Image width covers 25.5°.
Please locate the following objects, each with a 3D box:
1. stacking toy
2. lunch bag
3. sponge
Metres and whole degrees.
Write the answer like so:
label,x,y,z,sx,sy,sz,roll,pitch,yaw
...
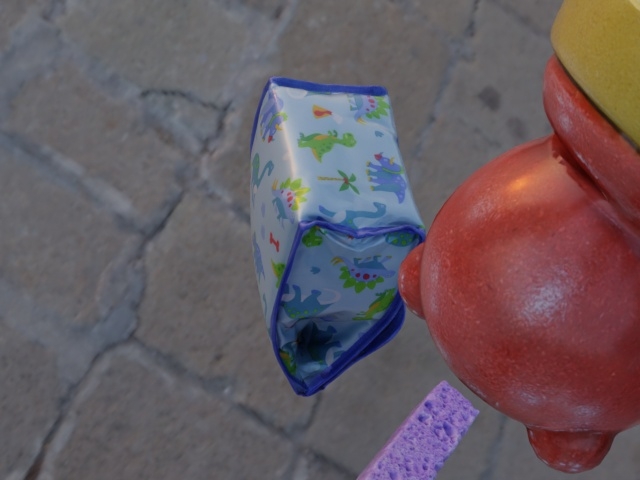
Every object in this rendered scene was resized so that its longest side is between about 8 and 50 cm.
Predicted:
label,x,y,z,sx,sy,sz,roll,pitch,yaw
stacking toy,0.185,0.075,0.435,0.279,0.130,0.309,16,31,-49
lunch bag,0.000,0.000,0.848,0.096,0.151,0.129,5,45,-17
sponge,0.009,0.146,0.663,0.031,0.117,0.210,39,23,8
